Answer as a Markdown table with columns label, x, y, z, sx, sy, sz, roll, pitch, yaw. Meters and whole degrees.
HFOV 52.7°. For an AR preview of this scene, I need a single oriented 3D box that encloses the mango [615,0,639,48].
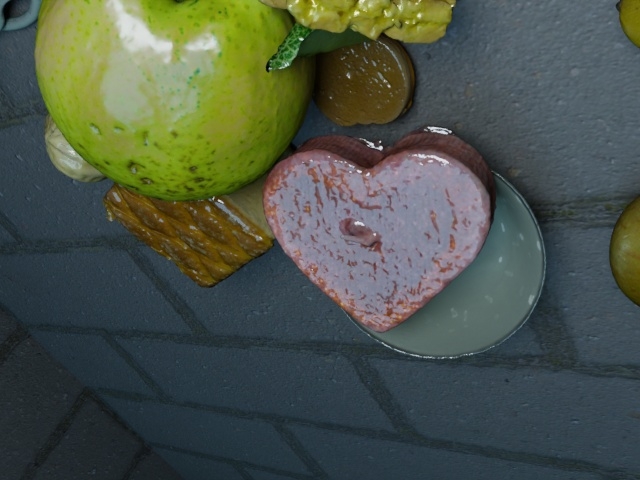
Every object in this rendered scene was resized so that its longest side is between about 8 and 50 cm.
| label | x | y | z | sx | sy | sz | roll | pitch | yaw |
| --- | --- | --- | --- | --- | --- | --- | --- | --- | --- |
| mango | 0.420 | -0.269 | 0.640 | 0.137 | 0.091 | 0.237 | 40 | 138 | -16 |

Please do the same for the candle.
| label | x | y | z | sx | sy | sz | roll | pitch | yaw |
| --- | --- | --- | --- | --- | --- | --- | --- | --- | --- |
| candle | 0.074 | -0.006 | 0.897 | 0.316 | 0.131 | 0.287 | 6 | 117 | 18 |

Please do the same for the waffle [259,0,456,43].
| label | x | y | z | sx | sy | sz | roll | pitch | yaw |
| --- | --- | --- | --- | --- | --- | --- | --- | --- | --- |
| waffle | 0.014 | -0.312 | 0.709 | 0.219 | 0.229 | 0.057 | -1 | 145 | -15 |

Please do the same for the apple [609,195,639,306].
| label | x | y | z | sx | sy | sz | roll | pitch | yaw |
| --- | --- | --- | --- | --- | --- | --- | --- | --- | --- |
| apple | 0.479 | 0.015 | 0.855 | 0.182 | 0.182 | 0.155 | 55 | 168 | -30 |

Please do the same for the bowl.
| label | x | y | z | sx | sy | sz | roll | pitch | yaw |
| --- | --- | --- | --- | --- | --- | --- | --- | --- | --- |
| bowl | 0.181 | 0.006 | 1.023 | 0.337 | 0.157 | 0.337 | 7 | 113 | 17 |

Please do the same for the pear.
| label | x | y | z | sx | sy | sz | roll | pitch | yaw |
| --- | --- | --- | --- | --- | --- | --- | --- | --- | --- |
| pear | -0.185 | -0.248 | 0.842 | 0.390 | 0.391 | 0.391 | 18 | 142 | 15 |

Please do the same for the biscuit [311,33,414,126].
| label | x | y | z | sx | sy | sz | roll | pitch | yaw |
| --- | --- | --- | --- | --- | --- | --- | --- | --- | --- |
| biscuit | 0.057 | -0.247 | 0.942 | 0.170 | 0.050 | 0.170 | 18 | 135 | 20 |

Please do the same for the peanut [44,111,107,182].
| label | x | y | z | sx | sy | sz | roll | pitch | yaw |
| --- | --- | --- | --- | --- | --- | --- | --- | --- | --- |
| peanut | -0.367 | -0.205 | 1.076 | 0.146 | 0.306 | 0.147 | 3 | 127 | 4 |

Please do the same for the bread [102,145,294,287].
| label | x | y | z | sx | sy | sz | roll | pitch | yaw |
| --- | --- | --- | --- | --- | --- | --- | --- | --- | --- |
| bread | -0.206 | -0.091 | 1.167 | 0.279 | 0.207 | 0.279 | 40 | 143 | -11 |

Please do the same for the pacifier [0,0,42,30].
| label | x | y | z | sx | sy | sz | roll | pitch | yaw |
| --- | --- | --- | --- | --- | --- | --- | --- | --- | --- |
| pacifier | -0.615 | -0.395 | 1.051 | 0.288 | 0.269 | 0.343 | 23 | 155 | -35 |

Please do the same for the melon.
| label | x | y | z | sx | sy | sz | roll | pitch | yaw |
| --- | --- | --- | --- | --- | --- | --- | --- | --- | --- |
| melon | 0.024 | -0.260 | 0.776 | 0.053 | 0.261 | 0.114 | 51 | 143 | 4 |
